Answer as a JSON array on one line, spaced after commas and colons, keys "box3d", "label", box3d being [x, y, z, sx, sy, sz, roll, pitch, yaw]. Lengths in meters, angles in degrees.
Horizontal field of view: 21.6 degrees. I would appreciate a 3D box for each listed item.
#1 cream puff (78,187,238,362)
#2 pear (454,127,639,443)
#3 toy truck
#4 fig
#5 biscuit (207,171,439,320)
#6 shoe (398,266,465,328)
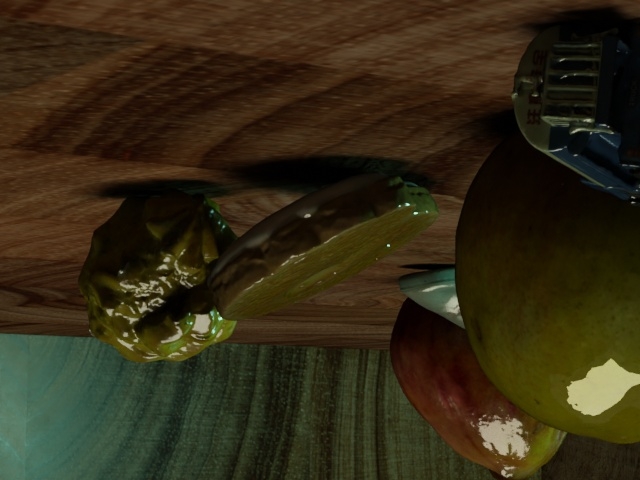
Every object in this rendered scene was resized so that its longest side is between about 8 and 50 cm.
[{"box3d": [-0.126, 0.027, 1.322, 0.146, 0.146, 0.116, 0, 172, 4], "label": "cream puff"}, {"box3d": [0.174, 0.020, 1.026, 0.200, 0.200, 0.200, 0, 173, 0], "label": "pear"}, {"box3d": [0.157, -0.057, 0.844, 0.088, 0.074, 0.202, 3, 174, 23], "label": "toy truck"}, {"box3d": [0.210, 0.157, 2.066, 0.224, 0.263, 0.224, -40, 170, -8], "label": "fig"}, {"box3d": [0.000, 0.000, 1.261, 0.181, 0.049, 0.208, -29, 172, 17], "label": "biscuit"}, {"box3d": [0.185, 0.070, 1.934, 0.195, 0.078, 0.079, -1, 175, -23], "label": "shoe"}]
